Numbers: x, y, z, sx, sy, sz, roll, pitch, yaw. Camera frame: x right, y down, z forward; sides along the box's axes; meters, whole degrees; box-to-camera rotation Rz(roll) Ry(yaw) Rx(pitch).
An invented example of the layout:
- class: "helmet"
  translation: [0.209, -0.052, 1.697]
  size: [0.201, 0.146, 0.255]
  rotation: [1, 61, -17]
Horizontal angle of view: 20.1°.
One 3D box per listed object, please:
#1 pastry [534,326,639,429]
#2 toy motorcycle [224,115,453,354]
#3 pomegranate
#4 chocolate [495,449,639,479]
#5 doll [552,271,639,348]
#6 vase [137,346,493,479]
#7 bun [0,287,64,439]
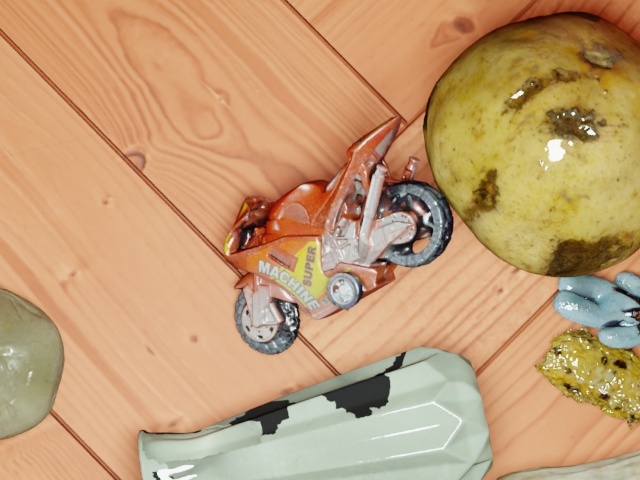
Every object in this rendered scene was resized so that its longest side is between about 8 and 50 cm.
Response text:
- class: "pastry"
  translation: [0.309, 0.146, 1.962]
  size: [0.140, 0.056, 0.080]
  rotation: [33, 67, -1]
- class: "toy motorcycle"
  translation: [0.002, 0.002, 1.897]
  size: [0.298, 0.089, 0.171]
  rotation: [-33, 75, 30]
- class: "pomegranate"
  translation: [0.249, -0.100, 1.876]
  size: [0.281, 0.281, 0.281]
  rotation: [0, 85, -3]
- class: "chocolate"
  translation: [0.308, 0.291, 1.910]
  size: [0.309, 0.134, 0.134]
  rotation: [-8, 85, -5]
- class: "doll"
  translation: [0.346, 0.075, 1.949]
  size: [0.180, 0.075, 0.120]
  rotation: [23, 59, -8]
- class: "vase"
  translation: [-0.005, 0.219, 1.900]
  size: [0.360, 0.165, 0.165]
  rotation: [-12, 85, 1]
- class: "bun"
  translation: [-0.360, 0.128, 1.904]
  size: [0.173, 0.113, 0.166]
  rotation: [5, 85, -4]
